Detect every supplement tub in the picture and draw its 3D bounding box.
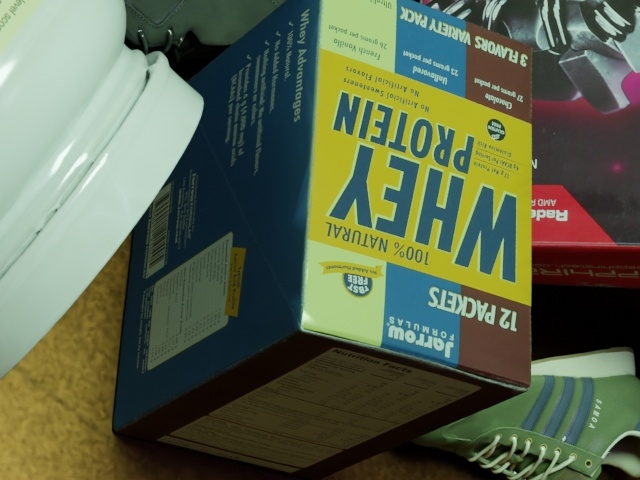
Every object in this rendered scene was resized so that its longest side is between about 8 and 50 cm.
[{"bbox_3d":[-0.239,-0.094,0.836,0.325,0.235,0.235,40,54,-14],"label":"supplement tub"}]

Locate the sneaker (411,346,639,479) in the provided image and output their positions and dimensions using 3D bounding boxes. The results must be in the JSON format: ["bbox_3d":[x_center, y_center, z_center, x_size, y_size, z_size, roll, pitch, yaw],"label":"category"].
[{"bbox_3d":[0.136,0.120,1.106,0.192,0.064,0.086,-6,70,-39],"label":"sneaker"}]

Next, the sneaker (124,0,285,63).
[{"bbox_3d":[-0.078,-0.147,1.064,0.286,0.109,0.130,22,71,-19],"label":"sneaker"}]

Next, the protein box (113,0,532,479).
[{"bbox_3d":[0.000,0.000,0.978,0.136,0.201,0.200,17,63,-28],"label":"protein box"}]

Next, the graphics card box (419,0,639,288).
[{"bbox_3d":[0.179,-0.159,1.100,0.094,0.232,0.371,45,49,-69],"label":"graphics card box"}]
